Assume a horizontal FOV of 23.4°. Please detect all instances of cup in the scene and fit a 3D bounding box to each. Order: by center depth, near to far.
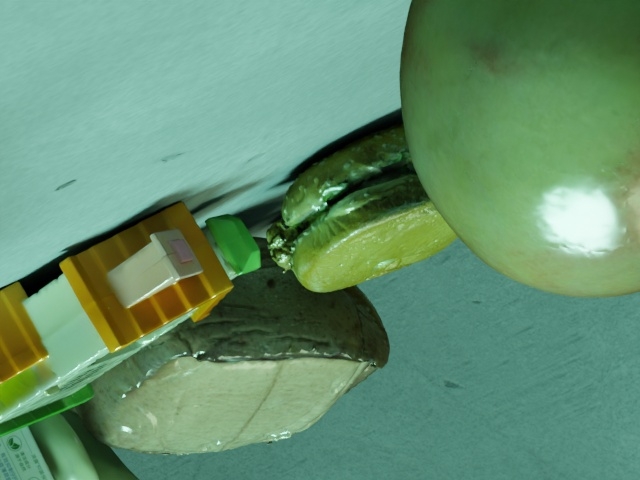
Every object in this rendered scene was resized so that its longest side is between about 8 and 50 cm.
[{"bbox_3d":[-0.259,0.269,1.648,0.173,0.202,0.255,-9,129,-41],"label":"cup"}]

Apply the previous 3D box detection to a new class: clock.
[{"bbox_3d":[-0.196,0.060,1.381,0.255,0.106,0.220,-34,174,21],"label":"clock"}]

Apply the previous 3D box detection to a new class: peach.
[{"bbox_3d":[0.177,-0.094,0.834,0.292,0.247,0.292,-42,163,-16],"label":"peach"}]

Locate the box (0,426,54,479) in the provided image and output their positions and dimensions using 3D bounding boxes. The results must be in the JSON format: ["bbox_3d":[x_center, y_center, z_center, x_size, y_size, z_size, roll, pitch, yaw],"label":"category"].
[{"bbox_3d":[-0.353,0.208,1.490,0.139,0.194,0.073,-21,171,-43],"label":"box"}]

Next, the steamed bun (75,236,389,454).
[{"bbox_3d":[-0.102,0.095,1.654,0.301,0.199,0.251,4,144,-35],"label":"steamed bun"}]

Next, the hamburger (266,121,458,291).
[{"bbox_3d":[0.049,-0.038,1.502,0.215,0.122,0.189,-22,168,-12],"label":"hamburger"}]

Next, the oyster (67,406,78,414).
[{"bbox_3d":[-0.292,0.181,1.817,0.337,0.133,0.198,-7,-160,-15],"label":"oyster"}]
